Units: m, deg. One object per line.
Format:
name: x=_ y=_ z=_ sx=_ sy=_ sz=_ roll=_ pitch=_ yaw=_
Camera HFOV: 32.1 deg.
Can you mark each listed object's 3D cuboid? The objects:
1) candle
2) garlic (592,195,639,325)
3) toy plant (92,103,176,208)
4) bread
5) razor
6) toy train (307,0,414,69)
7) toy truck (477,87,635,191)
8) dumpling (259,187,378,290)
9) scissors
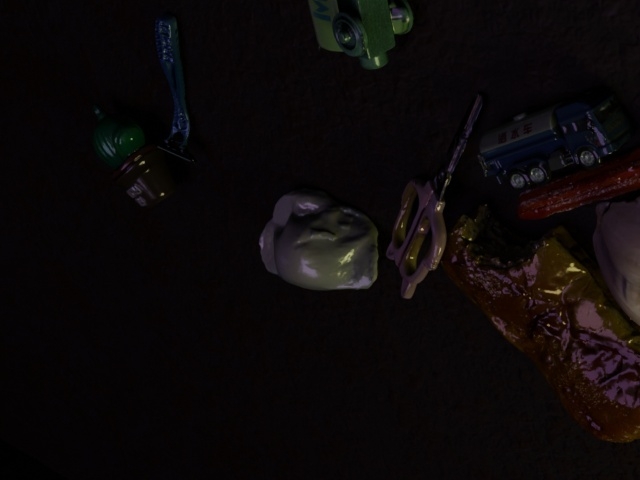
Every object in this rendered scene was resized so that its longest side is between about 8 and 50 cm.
candle: x=0.355 y=-0.079 z=1.311 sx=0.048 sy=0.051 sz=0.329 roll=44 pitch=147 yaw=-20
garlic: x=0.417 y=0.033 z=1.310 sx=0.228 sy=0.110 sz=0.217 roll=14 pitch=137 yaw=37
toy plant: x=-0.324 y=-0.150 z=1.882 sx=0.200 sy=0.105 sz=0.143 roll=53 pitch=165 yaw=-7
bread: x=0.321 y=0.101 z=1.472 sx=0.380 sy=0.109 sz=0.185 roll=48 pitch=145 yaw=1
razor: x=-0.233 y=-0.242 z=1.760 sx=0.082 sy=0.042 sz=0.253 roll=23 pitch=136 yaw=26
toy train: x=0.022 y=-0.339 z=1.372 sx=0.157 sy=0.105 sz=0.253 roll=29 pitch=143 yaw=46
toy truck: x=0.276 y=-0.121 z=1.341 sx=0.201 sy=0.074 sz=0.088 roll=-18 pitch=102 yaw=52
dumpling: x=0.000 y=0.000 z=1.710 sx=0.228 sy=0.124 sz=0.151 roll=12 pitch=96 yaw=31
scissors: x=0.155 y=-0.067 z=1.494 sx=0.160 sy=0.024 sz=0.318 roll=-106 pitch=29 yaw=-47
